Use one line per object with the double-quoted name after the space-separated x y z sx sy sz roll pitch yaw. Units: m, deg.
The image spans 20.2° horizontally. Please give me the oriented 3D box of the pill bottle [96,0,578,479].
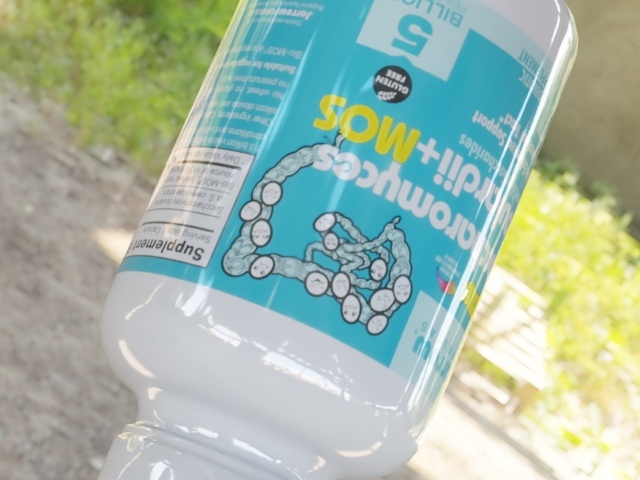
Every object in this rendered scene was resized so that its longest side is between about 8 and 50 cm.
0.000 0.000 0.760 0.146 0.264 0.146 21 -13 5 "pill bottle"
